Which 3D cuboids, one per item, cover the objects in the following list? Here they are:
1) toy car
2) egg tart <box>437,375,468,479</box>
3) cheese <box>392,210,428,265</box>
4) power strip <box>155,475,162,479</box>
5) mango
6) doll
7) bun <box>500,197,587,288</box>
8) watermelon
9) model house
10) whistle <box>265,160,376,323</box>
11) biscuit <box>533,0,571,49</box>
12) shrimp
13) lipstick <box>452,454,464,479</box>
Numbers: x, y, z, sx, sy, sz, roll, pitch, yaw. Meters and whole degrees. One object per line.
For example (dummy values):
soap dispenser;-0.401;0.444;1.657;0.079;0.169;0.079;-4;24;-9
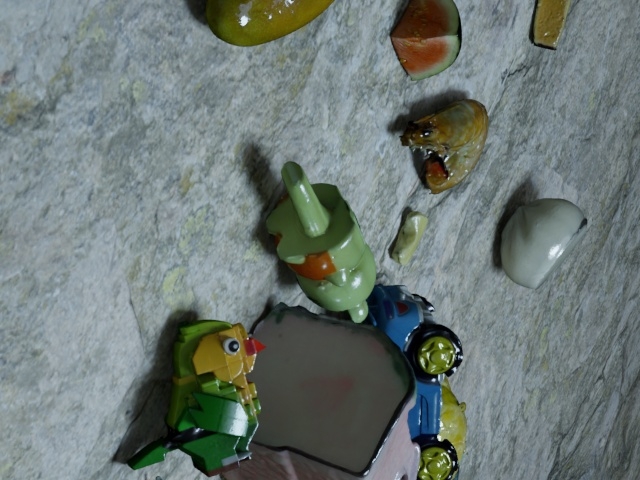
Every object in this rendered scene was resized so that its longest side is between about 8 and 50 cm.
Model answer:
toy car;0.100;0.217;1.857;0.198;0.166;0.314;-113;-157;-74
egg tart;0.149;0.315;2.078;0.290;0.115;0.290;-31;128;-51
cheese;0.130;-0.005;1.953;0.083;0.030;0.044;-65;158;-2
power strip;-0.189;0.359;1.578;0.047;0.030;0.191;-35;134;-47
mango;-0.041;-0.288;1.426;0.227;0.099;0.136;-46;147;-27
doll;-0.134;0.180;1.507;0.106;0.134;0.186;179;-76;-73
bun;0.379;-0.005;2.305;0.173;0.120;0.173;-48;169;-13
watermelon;0.136;-0.270;1.793;0.094;0.125;0.135;-8;136;-28
model house;0.013;0.242;1.675;0.237;0.237;0.202;76;34;-51
whistle;0.000;0.000;1.634;0.106;0.131;0.288;-25;144;2
biscuit;0.394;-0.412;2.184;0.056;0.052;0.188;-17;122;-72
shrimp;0.176;-0.132;1.946;0.287;0.063;0.152;-18;132;-59
lipstick;0.239;0.415;2.375;0.037;0.037;0.116;-41;142;-45
